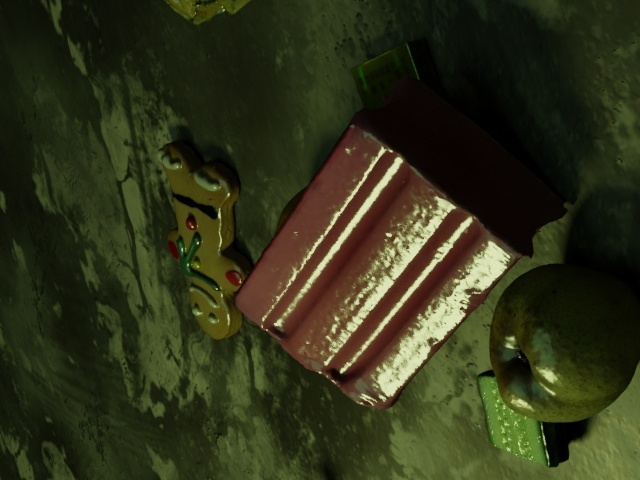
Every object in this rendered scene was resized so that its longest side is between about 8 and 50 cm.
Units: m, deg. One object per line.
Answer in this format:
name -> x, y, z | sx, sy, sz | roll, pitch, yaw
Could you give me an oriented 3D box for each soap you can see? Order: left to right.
soap -> 0.077, 0.019, 1.647 | 0.233, 0.128, 0.359 | 41, 136, 5

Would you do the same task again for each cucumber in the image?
cucumber -> 0.236, 0.190, 1.658 | 0.116, 0.062, 0.115 | 14, 118, 60

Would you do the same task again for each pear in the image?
pear -> 0.250, 0.103, 1.516 | 0.167, 0.137, 0.167 | 26, 119, 60

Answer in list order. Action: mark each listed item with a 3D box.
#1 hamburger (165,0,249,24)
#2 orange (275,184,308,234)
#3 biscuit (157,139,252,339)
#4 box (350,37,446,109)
hamburger -> -0.126, -0.413, 1.787 | 0.285, 0.134, 0.265 | -22, 92, 64
orange -> 0.000, 0.000, 1.862 | 0.160, 0.112, 0.169 | 10, 104, 54
biscuit -> -0.170, 0.011, 2.168 | 0.197, 0.049, 0.301 | 28, 131, 49
box -> 0.108, -0.125, 1.698 | 0.121, 0.030, 0.193 | -18, 92, 58
